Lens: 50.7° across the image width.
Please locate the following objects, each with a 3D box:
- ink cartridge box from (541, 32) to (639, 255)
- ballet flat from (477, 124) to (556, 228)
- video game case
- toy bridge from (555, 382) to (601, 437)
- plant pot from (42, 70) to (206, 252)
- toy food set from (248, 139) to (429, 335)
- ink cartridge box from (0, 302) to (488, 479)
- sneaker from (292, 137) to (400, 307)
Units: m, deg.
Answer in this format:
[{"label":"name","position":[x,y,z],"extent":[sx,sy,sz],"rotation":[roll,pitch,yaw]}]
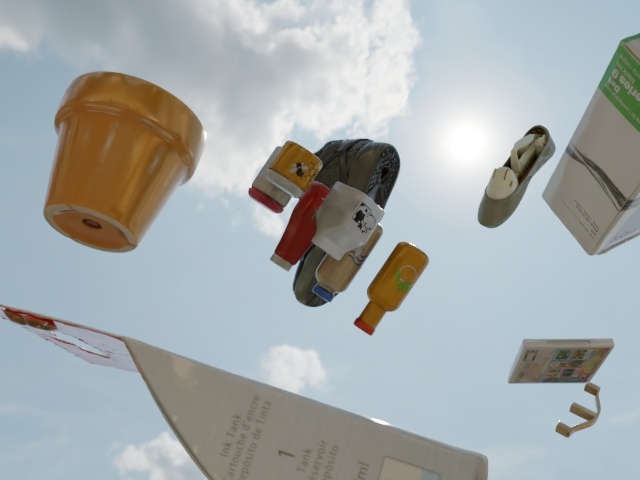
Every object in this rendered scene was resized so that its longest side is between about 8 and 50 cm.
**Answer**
[{"label":"ink cartridge box","position":[0.429,-0.131,0.840],"extent":[0.121,0.211,0.289],"rotation":[59,-18,28]},{"label":"ballet flat","position":[0.324,-0.115,1.143],"extent":[0.072,0.213,0.068],"rotation":[19,-30,46]},{"label":"video game case","position":[0.401,0.206,1.141],"extent":[0.143,0.019,0.157],"rotation":[-1,-34,3]},{"label":"toy bridge","position":[0.620,0.406,1.589],"extent":[0.063,0.188,0.026],"rotation":[25,-49,32]},{"label":"plant pot","position":[-0.282,-0.093,0.931],"extent":[0.205,0.187,0.205],"rotation":[10,-28,5]},{"label":"toy food set","position":[0.000,0.000,0.666],"extent":[0.111,0.104,0.232],"rotation":[30,-5,43]},{"label":"ink cartridge box","position":[-0.084,0.168,0.569],"extent":[0.385,0.091,0.308],"rotation":[16,-19,6]},{"label":"sneaker","position":[0.005,-0.030,0.876],"extent":[0.130,0.227,0.087],"rotation":[21,-1,40]}]
